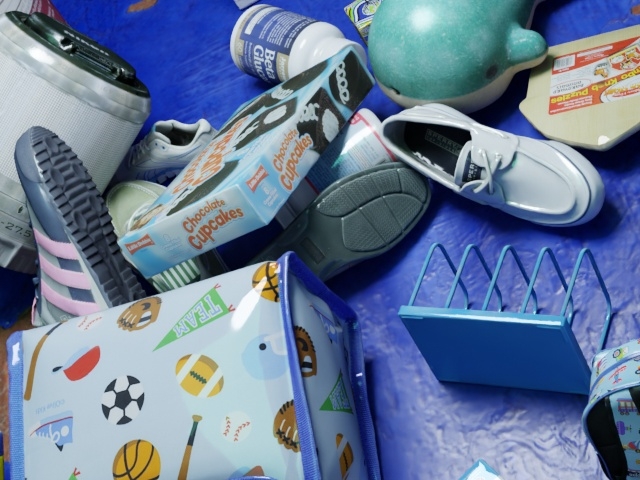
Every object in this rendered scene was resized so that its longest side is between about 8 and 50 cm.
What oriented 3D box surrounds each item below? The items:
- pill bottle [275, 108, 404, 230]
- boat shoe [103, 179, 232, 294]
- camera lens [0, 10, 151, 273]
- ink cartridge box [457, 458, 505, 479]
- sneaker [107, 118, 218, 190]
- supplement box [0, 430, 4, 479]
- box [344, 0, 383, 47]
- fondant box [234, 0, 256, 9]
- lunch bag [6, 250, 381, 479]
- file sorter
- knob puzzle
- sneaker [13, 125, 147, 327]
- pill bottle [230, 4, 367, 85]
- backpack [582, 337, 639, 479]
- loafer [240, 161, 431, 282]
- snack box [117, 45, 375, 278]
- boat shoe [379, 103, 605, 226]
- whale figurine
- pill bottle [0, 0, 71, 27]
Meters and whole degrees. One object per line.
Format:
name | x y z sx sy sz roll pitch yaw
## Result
pill bottle | 0.014 -0.072 1.617 0.160 0.087 0.087 -37 46 -2
boat shoe | -0.181 0.001 1.663 0.109 0.094 0.302 -42 46 -6
camera lens | -0.354 -0.125 1.730 0.219 0.219 0.274 40 102 43
ink cartridge box | 0.162 0.272 1.285 0.088 0.052 0.122 -43 48 -8
sneaker | -0.206 -0.116 1.780 0.191 0.083 0.071 -14 51 21
supplement box | -0.428 0.358 1.329 0.195 0.194 0.356 2 96 31
box | 0.119 -0.302 1.759 0.169 0.059 0.054 -33 45 2
fondant box | -0.026 -0.486 1.863 0.330 0.238 0.096 -28 47 7
lunch bag | -0.117 0.245 1.349 0.328 0.239 0.385 -16 63 18
file sorter | 0.186 0.071 1.388 0.170 0.118 0.104 2 52 31
knob puzzle | 0.313 -0.158 1.547 0.213 0.030 0.213 -19 38 15
sneaker | -0.292 0.033 1.595 0.131 0.112 0.319 -25 86 22
pill bottle | -0.025 -0.232 1.761 0.169 0.094 0.094 24 69 40
backpack | 0.303 0.138 1.228 0.158 0.173 0.117 -14 49 20
loafer | 0.000 0.000 1.558 0.267 0.096 0.084 -35 9 -17
snack box | -0.076 -0.091 1.586 0.187 0.060 0.322 -24 20 36
boat shoe | 0.174 -0.075 1.502 0.258 0.084 0.095 21 112 36
whale figurine | 0.173 -0.267 1.636 0.272 0.141 0.216 -42 49 -18
pill bottle | -0.473 -0.285 1.847 0.224 0.392 0.224 -16 49 19
